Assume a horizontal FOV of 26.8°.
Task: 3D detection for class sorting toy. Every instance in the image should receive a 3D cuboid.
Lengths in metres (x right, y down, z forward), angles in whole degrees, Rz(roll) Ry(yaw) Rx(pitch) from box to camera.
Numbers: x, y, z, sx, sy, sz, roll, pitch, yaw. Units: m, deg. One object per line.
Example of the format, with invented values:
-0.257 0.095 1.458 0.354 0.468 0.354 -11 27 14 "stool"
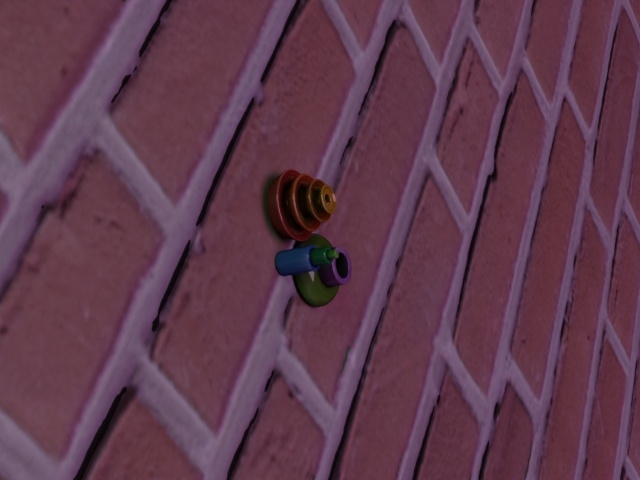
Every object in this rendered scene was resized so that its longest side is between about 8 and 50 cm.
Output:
0.000 0.000 0.896 0.102 0.042 0.061 64 33 -27 "sorting toy"
